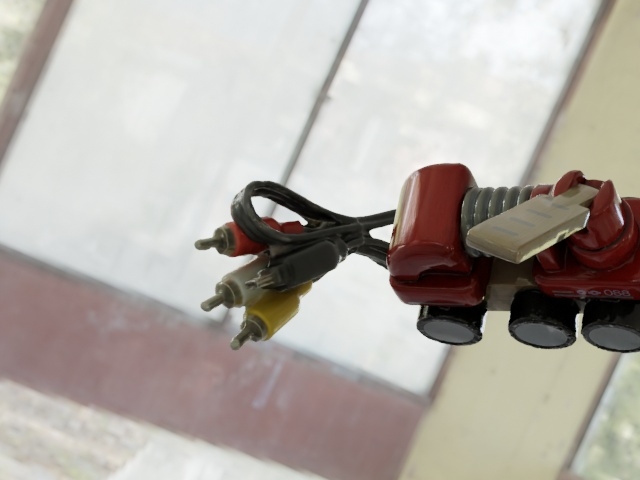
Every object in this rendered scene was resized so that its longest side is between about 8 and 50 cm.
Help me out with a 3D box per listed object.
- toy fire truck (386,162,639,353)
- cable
[{"bbox_3d":[0.144,-0.001,1.335,0.217,0.158,0.246,2,-28,24],"label":"toy fire truck"},{"bbox_3d":[0.000,0.000,1.612,0.072,0.139,0.287,-17,1,44],"label":"cable"}]
